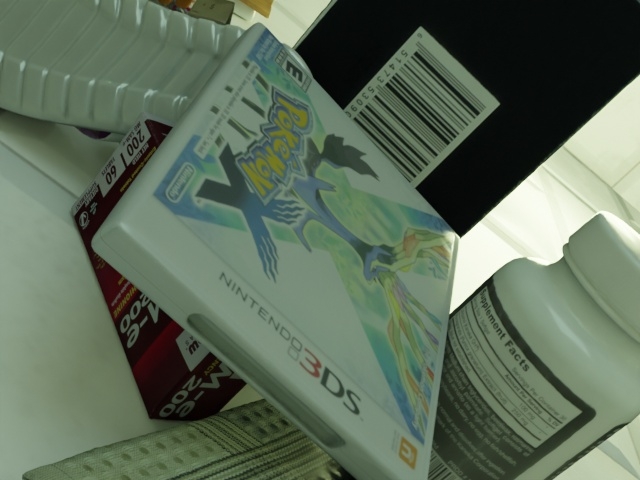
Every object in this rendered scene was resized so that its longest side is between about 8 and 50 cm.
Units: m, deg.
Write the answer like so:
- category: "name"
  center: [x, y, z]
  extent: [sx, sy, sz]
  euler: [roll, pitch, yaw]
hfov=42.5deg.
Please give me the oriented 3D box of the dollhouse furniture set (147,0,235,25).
- category: "dollhouse furniture set"
  center: [-0.243, -0.231, 0.985]
  extent: [0.242, 0.161, 0.212]
  euler: [15, 29, -6]

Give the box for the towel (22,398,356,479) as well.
- category: "towel"
  center: [0.003, 0.221, 0.550]
  extent: [0.312, 0.056, 0.324]
  euler: [32, 14, 26]

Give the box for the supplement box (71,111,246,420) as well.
- category: "supplement box"
  center: [-0.123, 0.019, 0.703]
  extent: [0.073, 0.130, 0.239]
  euler: [15, 35, -48]

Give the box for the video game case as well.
- category: "video game case"
  center: [0.000, 0.000, 0.674]
  extent: [0.300, 0.036, 0.329]
  euler: [45, 34, -19]

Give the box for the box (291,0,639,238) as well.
- category: "box"
  center: [0.159, -0.208, 1.085]
  extent: [0.297, 0.480, 0.472]
  euler: [44, 24, -2]

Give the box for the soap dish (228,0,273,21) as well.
- category: "soap dish"
  center: [-0.215, -0.560, 1.546]
  extent: [0.291, 0.118, 0.229]
  euler: [27, 28, -33]

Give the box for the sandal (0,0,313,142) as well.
- category: "sandal"
  center: [-0.212, -0.171, 0.829]
  extent: [0.417, 0.169, 0.102]
  euler: [21, -12, 1]

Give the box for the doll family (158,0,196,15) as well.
- category: "doll family"
  center: [-0.261, -0.422, 1.241]
  extent: [0.263, 0.118, 0.163]
  euler: [17, 34, -44]

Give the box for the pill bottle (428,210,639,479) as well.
- category: "pill bottle"
  center: [0.185, 0.127, 0.760]
  extent: [0.176, 0.318, 0.176]
  euler: [35, 24, -19]
